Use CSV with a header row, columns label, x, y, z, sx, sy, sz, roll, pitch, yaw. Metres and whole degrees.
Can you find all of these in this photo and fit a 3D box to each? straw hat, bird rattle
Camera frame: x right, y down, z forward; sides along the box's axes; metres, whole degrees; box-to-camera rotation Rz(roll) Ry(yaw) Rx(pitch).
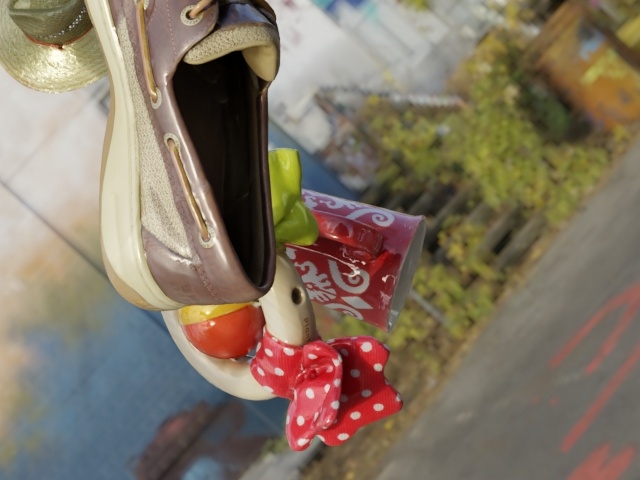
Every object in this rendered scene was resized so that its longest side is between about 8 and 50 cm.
label,x,y,z,sx,sy,sz,roll,pitch,yaw
straw hat,-0.224,-0.196,1.303,0.144,0.144,0.061,-48,-13,5
bird rattle,-0.050,0.056,1.278,0.207,0.254,0.143,-11,23,50

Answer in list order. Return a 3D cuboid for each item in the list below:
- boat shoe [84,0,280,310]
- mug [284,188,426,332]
label,x,y,z,sx,sy,sz,roll,pitch,yaw
boat shoe,-0.072,-0.126,0.998,0.123,0.342,0.123,-2,-3,40
mug,0.003,-0.005,1.447,0.150,0.169,0.113,95,-163,-49
